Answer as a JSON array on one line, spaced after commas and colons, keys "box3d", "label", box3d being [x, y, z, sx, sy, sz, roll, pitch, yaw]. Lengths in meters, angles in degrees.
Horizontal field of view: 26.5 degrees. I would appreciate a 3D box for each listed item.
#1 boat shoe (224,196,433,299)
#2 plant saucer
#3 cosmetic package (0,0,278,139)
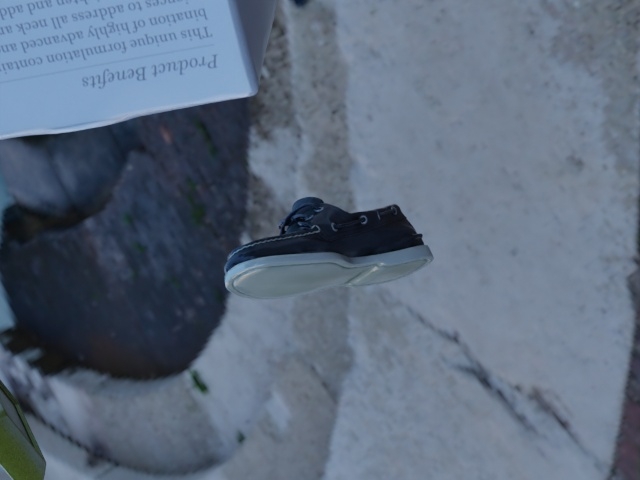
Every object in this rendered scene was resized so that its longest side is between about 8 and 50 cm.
[{"box3d": [0.003, -0.002, 1.738, 0.127, 0.340, 0.113, -37, 67, 47], "label": "boat shoe"}, {"box3d": [-0.440, 0.238, 1.851, 0.188, 0.045, 0.188, 51, 169, 43], "label": "plant saucer"}, {"box3d": [-0.240, -0.340, 1.239, 0.327, 0.329, 0.394, -85, -16, -61], "label": "cosmetic package"}]
